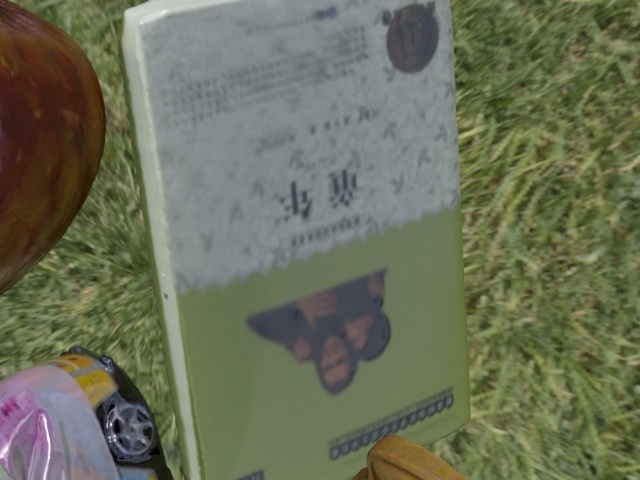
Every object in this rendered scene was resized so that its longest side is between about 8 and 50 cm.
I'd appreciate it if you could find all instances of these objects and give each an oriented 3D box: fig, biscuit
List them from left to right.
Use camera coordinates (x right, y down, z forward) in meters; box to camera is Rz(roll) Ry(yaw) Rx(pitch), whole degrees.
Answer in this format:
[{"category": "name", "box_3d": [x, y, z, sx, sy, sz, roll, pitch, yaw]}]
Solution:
[{"category": "fig", "box_3d": [-0.191, -0.014, 0.551, 0.175, 0.175, 0.207, 35, 101, -4]}, {"category": "biscuit", "box_3d": [0.055, 0.153, 0.697, 0.023, 0.118, 0.140, -39, 129, -23]}]

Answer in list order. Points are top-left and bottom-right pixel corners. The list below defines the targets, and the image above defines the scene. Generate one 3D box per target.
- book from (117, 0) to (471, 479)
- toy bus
[{"category": "book", "box_3d": [0.000, 0.000, 0.905, 0.239, 0.035, 0.352, -18, 112, -31]}, {"category": "toy bus", "box_3d": [-0.206, 0.291, 1.161, 0.162, 0.171, 0.386, -15, 83, -49]}]
